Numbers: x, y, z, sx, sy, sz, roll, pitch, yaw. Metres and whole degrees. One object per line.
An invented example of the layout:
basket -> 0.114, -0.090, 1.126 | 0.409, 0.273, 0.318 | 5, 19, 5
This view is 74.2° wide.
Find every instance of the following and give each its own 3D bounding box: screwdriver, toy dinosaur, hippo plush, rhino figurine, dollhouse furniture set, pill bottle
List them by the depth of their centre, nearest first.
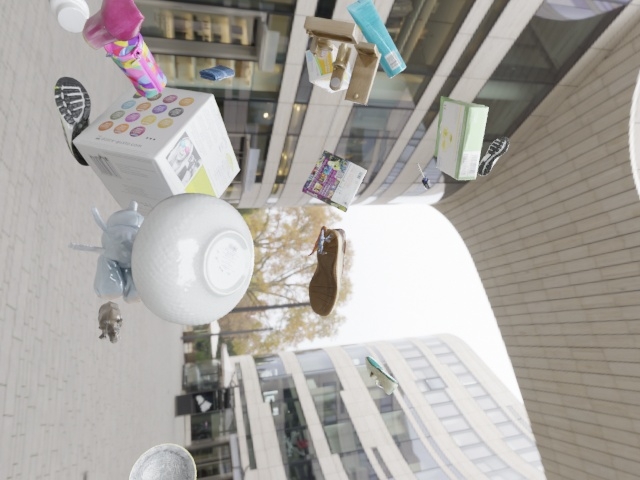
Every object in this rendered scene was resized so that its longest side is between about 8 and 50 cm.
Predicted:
dollhouse furniture set -> 0.040, -0.403, 0.961 | 0.151, 0.144, 0.123 | -5, 112, -72
pill bottle -> -0.690, -0.649, 1.157 | 0.169, 0.094, 0.094 | 63, -26, 27
screwdriver -> 0.294, -0.183, 1.199 | 0.024, 0.025, 0.170 | -65, 157, -5
hippo plush -> -0.560, 0.026, 1.214 | 0.234, 0.294, 0.236 | -55, -145, 7
toy dinosaur -> 0.000, 0.000, 1.256 | 0.047, 0.090, 0.082 | -143, -139, -80
rhino figurine -> -0.684, 0.269, 1.380 | 0.243, 0.073, 0.106 | 14, -82, 59

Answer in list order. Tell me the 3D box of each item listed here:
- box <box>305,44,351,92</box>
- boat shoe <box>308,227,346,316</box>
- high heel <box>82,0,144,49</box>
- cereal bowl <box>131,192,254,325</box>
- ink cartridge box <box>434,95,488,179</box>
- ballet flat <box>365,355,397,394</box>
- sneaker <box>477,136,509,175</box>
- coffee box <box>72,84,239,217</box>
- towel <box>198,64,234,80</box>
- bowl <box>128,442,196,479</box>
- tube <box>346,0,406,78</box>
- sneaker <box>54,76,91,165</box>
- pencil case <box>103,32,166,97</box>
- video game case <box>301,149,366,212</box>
box -> 0.035, -0.637, 1.577 | 0.203, 0.103, 0.114 | -19, 101, -67
boat shoe -> 0.042, 0.117, 1.597 | 0.123, 0.123, 0.341 | 12, -75, 28
high heel -> -0.334, -0.438, 0.725 | 0.082, 0.117, 0.244 | 48, 36, -52
cereal bowl -> -0.279, 0.050, 1.050 | 0.141, 0.339, 0.338 | 5, -81, 33
ink cartridge box -> 0.326, -0.267, 1.069 | 0.235, 0.056, 0.171 | -118, -154, -62
ballet flat -> 0.178, 0.420, 1.324 | 0.052, 0.057, 0.168 | -57, -154, 0
sneaker -> 0.436, -0.216, 1.077 | 0.109, 0.040, 0.044 | -56, 173, 22
coffee box -> -0.538, -0.292, 1.466 | 0.338, 0.338, 0.334 | 78, 32, -52
towel -> -0.332, -0.542, 1.368 | 0.119, 0.067, 0.029 | -53, 158, -56
bowl -> -0.430, 0.643, 1.146 | 0.080, 0.170, 0.170 | 137, -50, -56
tube -> 0.150, -0.528, 1.101 | 0.207, 0.080, 0.052 | 55, -25, -18
sneaker -> -0.847, -0.403, 1.452 | 0.121, 0.111, 0.299 | 5, -75, 47
pencil case -> -0.489, -0.472, 1.129 | 0.236, 0.104, 0.104 | 129, -43, -84
video game case -> 0.062, -0.255, 1.804 | 0.042, 0.210, 0.232 | 114, 2, -61
